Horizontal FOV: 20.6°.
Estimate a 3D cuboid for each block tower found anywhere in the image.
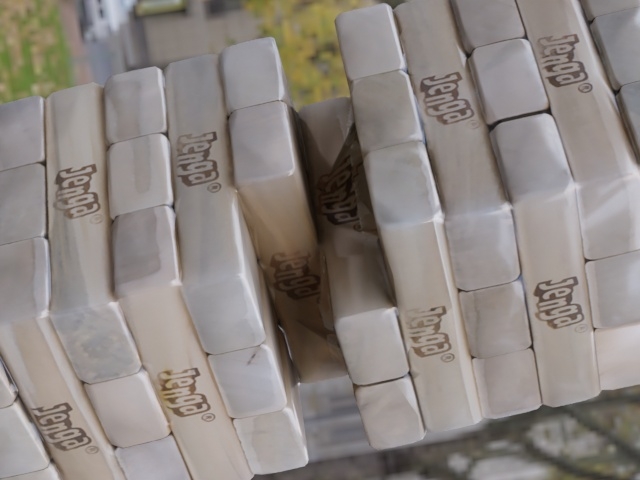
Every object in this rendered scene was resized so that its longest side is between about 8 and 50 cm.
[{"bbox_3d":[0.000,0.000,0.495,0.091,0.335,0.097,73,5,-47],"label":"block tower"}]
